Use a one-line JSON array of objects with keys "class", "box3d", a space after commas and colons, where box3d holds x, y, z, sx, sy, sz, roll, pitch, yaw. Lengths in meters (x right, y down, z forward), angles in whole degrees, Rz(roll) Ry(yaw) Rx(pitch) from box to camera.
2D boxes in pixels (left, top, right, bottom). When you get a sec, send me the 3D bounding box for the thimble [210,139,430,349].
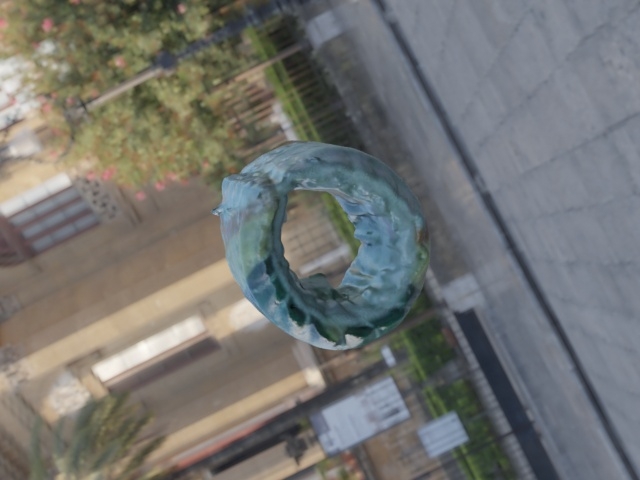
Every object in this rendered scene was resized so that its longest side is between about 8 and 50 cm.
[{"class": "thimble", "box3d": [0.000, 0.000, 1.498, 0.288, 0.254, 0.167, 38, 173, -20]}]
